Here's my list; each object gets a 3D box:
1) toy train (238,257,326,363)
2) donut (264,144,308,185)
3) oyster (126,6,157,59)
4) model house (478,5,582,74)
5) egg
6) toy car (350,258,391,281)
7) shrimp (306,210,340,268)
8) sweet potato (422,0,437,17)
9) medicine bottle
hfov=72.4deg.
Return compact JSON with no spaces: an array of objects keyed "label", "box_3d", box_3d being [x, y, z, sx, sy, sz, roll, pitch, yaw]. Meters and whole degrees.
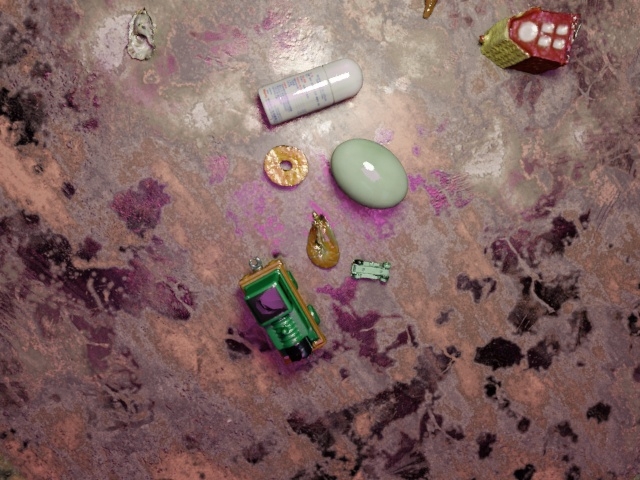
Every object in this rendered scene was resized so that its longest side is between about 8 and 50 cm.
[{"label":"toy train","box_3d":[-0.128,0.252,1.492,0.178,0.249,0.429,-29,99,2]},{"label":"donut","box_3d":[-0.117,-0.257,1.509,0.152,0.058,0.151,0,99,-2]},{"label":"oyster","box_3d":[-0.573,-0.675,1.425,0.109,0.053,0.165,16,108,21]},{"label":"model house","box_3d":[0.656,-0.646,1.414,0.254,0.196,0.159,6,101,-3]},{"label":"egg","box_3d":[0.162,-0.220,1.454,0.283,0.203,0.202,34,96,-2]},{"label":"toy car","box_3d":[0.183,0.106,1.583,0.144,0.054,0.073,5,100,-7]},{"label":"shrimp","box_3d":[-0.001,0.001,1.561,0.115,0.051,0.217,-15,102,2]},{"label":"sweet potato","box_3d":[0.357,-0.898,1.423,0.066,0.072,0.314,-4,102,13]},{"label":"medicine bottle","box_3d":[-0.025,-0.495,1.438,0.341,0.130,0.130,-20,99,2]}]
